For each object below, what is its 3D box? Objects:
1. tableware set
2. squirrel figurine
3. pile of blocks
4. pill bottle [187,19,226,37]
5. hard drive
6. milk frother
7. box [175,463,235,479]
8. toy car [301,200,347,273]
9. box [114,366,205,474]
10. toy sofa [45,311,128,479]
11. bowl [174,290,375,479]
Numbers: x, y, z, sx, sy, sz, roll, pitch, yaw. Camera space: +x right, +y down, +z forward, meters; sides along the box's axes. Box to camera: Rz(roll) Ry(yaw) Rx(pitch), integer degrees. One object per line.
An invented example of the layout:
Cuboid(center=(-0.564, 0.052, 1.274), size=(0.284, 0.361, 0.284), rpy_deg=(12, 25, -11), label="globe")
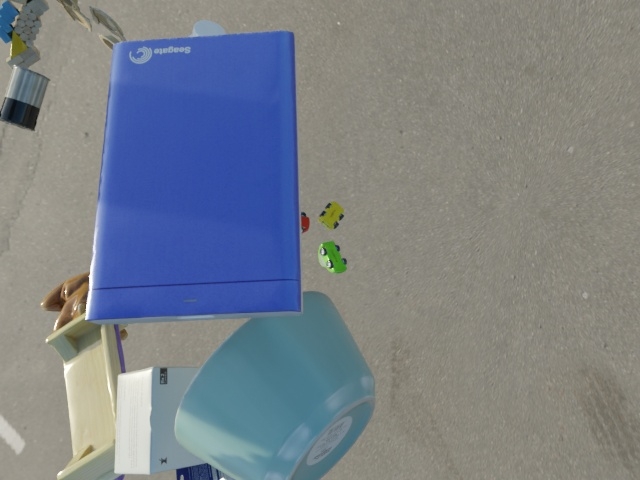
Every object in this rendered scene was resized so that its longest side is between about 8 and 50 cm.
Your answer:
Cuboid(center=(-0.428, -0.408, 0.938), size=(0.169, 0.141, 0.020), rpy_deg=(34, 79, -4), label="tableware set")
Cuboid(center=(-0.757, 0.218, 1.773), size=(0.397, 0.370, 0.281), rpy_deg=(-46, 111, -12), label="squirrel figurine")
Cuboid(center=(-0.847, -0.664, 1.424), size=(0.112, 0.149, 0.362), rpy_deg=(50, 121, 46), label="pile of blocks")
Cuboid(center=(-0.342, -0.519, 1.465), size=(0.121, 0.121, 0.216), rpy_deg=(51, 142, 11), label="pill bottle")
Cuboid(center=(-0.128, -0.076, 0.542), size=(0.211, 0.040, 0.318), rpy_deg=(-3, 73, 2), label="hard drive")
Cuboid(center=(-0.747, -0.349, 1.202), size=(0.129, 0.143, 0.134), rpy_deg=(14, 87, 38), label="milk frother")
Cuboid(center=(-0.204, 0.447, 1.018), size=(0.225, 0.036, 0.136), rpy_deg=(-41, 40, 13), label="box")
Cuboid(center=(0.000, 0.000, 1.413), size=(0.053, 0.239, 0.224), rpy_deg=(-43, 66, 45), label="toy car")
Cuboid(center=(-0.281, 0.339, 0.969), size=(0.119, 0.182, 0.180), rpy_deg=(-18, 68, 35), label="box")
Cuboid(center=(-0.487, 0.350, 1.146), size=(0.150, 0.177, 0.362), rpy_deg=(-33, 53, 6), label="toy sofa")
Cuboid(center=(-0.037, 0.245, 0.744), size=(0.163, 0.312, 0.311), rpy_deg=(38, 107, 30), label="bowl")
